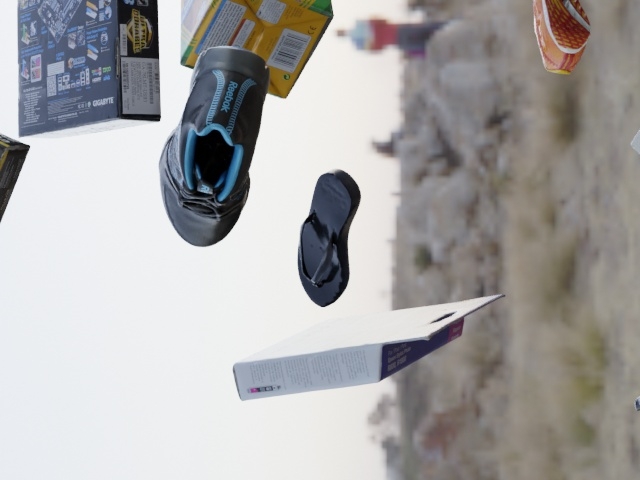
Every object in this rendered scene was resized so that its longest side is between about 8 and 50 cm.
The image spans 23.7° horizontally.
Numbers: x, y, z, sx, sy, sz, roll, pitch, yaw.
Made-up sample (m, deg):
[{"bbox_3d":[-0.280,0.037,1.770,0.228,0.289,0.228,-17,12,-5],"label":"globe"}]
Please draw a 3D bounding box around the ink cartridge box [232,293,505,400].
[{"bbox_3d":[0.085,0.163,2.342,0.324,0.330,0.071,-19,-81,-61],"label":"ink cartridge box"}]

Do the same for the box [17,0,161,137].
[{"bbox_3d":[-0.317,-0.293,2.047,0.073,0.295,0.293,1,-93,-37],"label":"box"}]

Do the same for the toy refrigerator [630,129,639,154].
[{"bbox_3d":[0.422,-0.093,1.465,0.269,0.094,0.102,2,-51,-50],"label":"toy refrigerator"}]

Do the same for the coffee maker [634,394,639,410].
[{"bbox_3d":[0.450,0.201,1.679,0.171,0.120,0.178,63,151,18],"label":"coffee maker"}]

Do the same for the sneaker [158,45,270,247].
[{"bbox_3d":[-0.150,-0.089,1.933,0.341,0.125,0.139,104,178,-51],"label":"sneaker"}]

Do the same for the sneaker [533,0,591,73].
[{"bbox_3d":[0.236,-0.248,1.561,0.067,0.064,0.175,110,166,-58],"label":"sneaker"}]

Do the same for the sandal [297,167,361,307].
[{"bbox_3d":[-0.001,-0.001,2.320,0.054,0.097,0.254,-32,-36,-37],"label":"sandal"}]

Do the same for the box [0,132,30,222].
[{"bbox_3d":[-0.541,-0.025,1.910,0.322,0.257,0.079,-66,-11,10],"label":"box"}]

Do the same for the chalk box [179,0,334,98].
[{"bbox_3d":[-0.104,-0.391,2.349,0.180,0.179,0.289,-58,26,36],"label":"chalk box"}]
